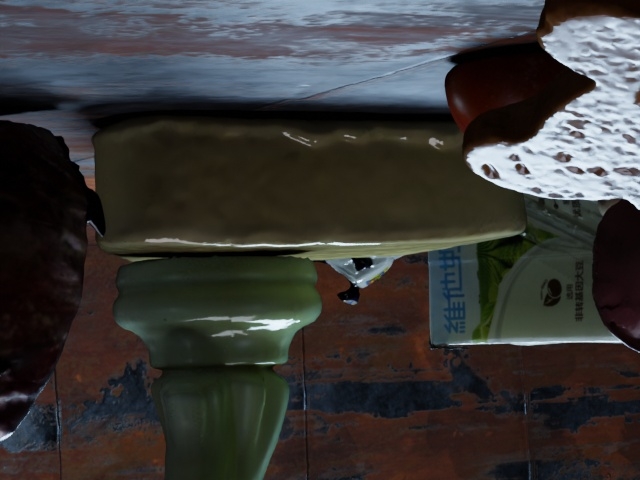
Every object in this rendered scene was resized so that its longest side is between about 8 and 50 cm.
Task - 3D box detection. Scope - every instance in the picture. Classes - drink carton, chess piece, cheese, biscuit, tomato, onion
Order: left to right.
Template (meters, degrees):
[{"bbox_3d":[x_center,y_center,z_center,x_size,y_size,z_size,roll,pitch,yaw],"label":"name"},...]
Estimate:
[{"bbox_3d":[-0.319,0.034,1.244,0.314,0.280,0.146,-4,163,9],"label":"onion"},{"bbox_3d":[-0.081,0.161,1.449,0.176,0.298,0.176,-1,175,0],"label":"chess piece"},{"bbox_3d":[-0.003,-0.039,1.498,0.384,0.104,0.384,-3,177,0],"label":"cheese"},{"bbox_3d":[0.157,-0.072,1.136,0.159,0.091,0.139,0,175,-14],"label":"tomato"},{"bbox_3d":[0.264,0.002,1.682,0.324,0.194,0.132,-4,175,38],"label":"drink carton"},{"bbox_3d":[0.197,-0.079,0.839,0.205,0.049,0.324,15,161,-4],"label":"biscuit"}]

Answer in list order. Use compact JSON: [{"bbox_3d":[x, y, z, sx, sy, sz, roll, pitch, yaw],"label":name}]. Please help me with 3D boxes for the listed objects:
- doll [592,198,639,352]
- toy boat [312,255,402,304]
[{"bbox_3d":[0.279,0.000,1.187,0.196,0.152,0.256,-10,-149,14],"label":"doll"},{"bbox_3d":[-0.005,-0.007,1.946,0.269,0.141,0.141,12,-179,14],"label":"toy boat"}]
